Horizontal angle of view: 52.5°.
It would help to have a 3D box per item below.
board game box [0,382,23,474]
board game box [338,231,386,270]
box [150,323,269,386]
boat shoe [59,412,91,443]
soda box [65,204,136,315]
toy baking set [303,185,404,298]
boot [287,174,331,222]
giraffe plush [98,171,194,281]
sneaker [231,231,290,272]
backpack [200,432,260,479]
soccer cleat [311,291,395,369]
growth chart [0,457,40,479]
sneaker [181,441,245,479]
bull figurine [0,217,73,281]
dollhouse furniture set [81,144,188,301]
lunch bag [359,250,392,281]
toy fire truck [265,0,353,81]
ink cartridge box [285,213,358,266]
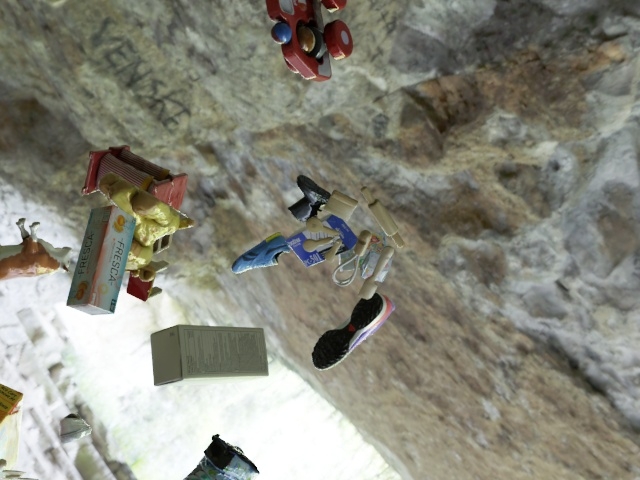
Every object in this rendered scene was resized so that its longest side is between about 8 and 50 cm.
[{"bbox_3d":[-1.049,0.561,1.695,0.357,0.356,0.356,24,-53,0],"label":"board game box"},{"bbox_3d":[0.129,0.034,1.988,0.026,0.154,0.103,168,-85,-72],"label":"board game box"},{"bbox_3d":[-0.292,0.309,1.741,0.121,0.311,0.148,-20,-112,36],"label":"box"},{"bbox_3d":[-0.739,0.556,1.951,0.226,0.083,0.075,147,-69,-69],"label":"boat shoe"},{"bbox_3d":[-0.376,0.034,1.118,0.058,0.183,0.063,-6,-26,30],"label":"soda box"},{"bbox_3d":[0.078,0.003,1.411,0.256,0.197,0.030,49,19,-20],"label":"toy baking set"},{"bbox_3d":[-0.040,-0.099,1.578,0.121,0.099,0.045,31,36,-35],"label":"boot"},{"bbox_3d":[-0.389,-0.017,1.355,0.181,0.170,0.210,28,-5,41],"label":"giraffe plush"},{"bbox_3d":[-0.191,0.059,2.078,0.082,0.209,0.069,59,11,12],"label":"sneaker"},{"bbox_3d":[-0.197,0.494,1.408,0.114,0.084,0.105,46,-18,-28],"label":"backpack"},{"bbox_3d":[0.103,0.288,2.000,0.116,0.318,0.108,22,25,-52],"label":"soccer cleat"},{"bbox_3d":[-0.526,0.391,1.028,0.237,0.172,0.021,91,-9,-58],"label":"growth chart"},{"bbox_3d":[-0.281,0.564,1.529,0.098,0.224,0.083,-2,-64,61],"label":"sneaker"},{"bbox_3d":[-0.860,0.040,1.835,0.101,0.310,0.188,32,-50,49],"label":"bull figurine"},{"bbox_3d":[-0.493,-0.033,1.656,0.201,0.152,0.374,24,-66,12],"label":"dollhouse furniture set"},{"bbox_3d":[0.158,0.071,1.845,0.053,0.071,0.083,-95,-155,-53],"label":"lunch bag"},{"bbox_3d":[-0.056,-0.558,1.631,0.169,0.254,0.302,-8,-90,33],"label":"toy fire truck"},{"bbox_3d":[0.000,0.000,1.655,0.097,0.046,0.207,51,-33,-10],"label":"ink cartridge box"}]
